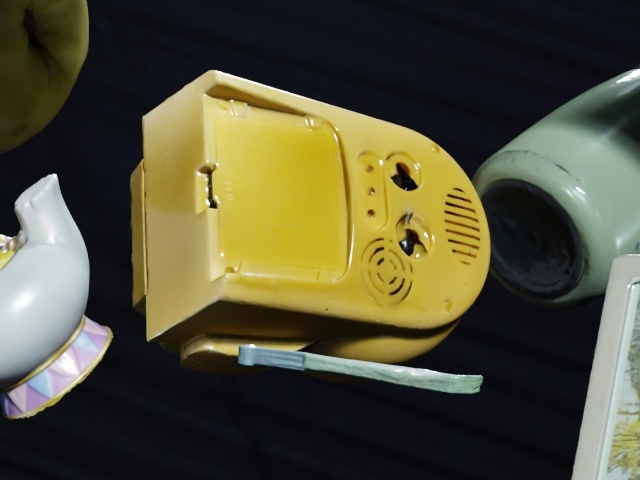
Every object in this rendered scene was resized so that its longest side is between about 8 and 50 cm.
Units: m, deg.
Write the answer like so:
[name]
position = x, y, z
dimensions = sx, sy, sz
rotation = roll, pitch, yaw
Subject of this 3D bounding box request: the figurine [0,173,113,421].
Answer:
[figurine]
position = -0.271, 0.004, 1.413
dimensions = 0.189, 0.263, 0.142
rotation = -43, -161, -12

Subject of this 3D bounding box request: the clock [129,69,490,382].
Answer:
[clock]
position = 0.000, 0.000, 1.748
dimensions = 0.200, 0.317, 0.244
rotation = -31, -125, 56

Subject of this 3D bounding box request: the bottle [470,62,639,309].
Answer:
[bottle]
position = 0.298, -0.078, 1.902
dimensions = 0.347, 0.168, 0.168
rotation = -35, 161, -39

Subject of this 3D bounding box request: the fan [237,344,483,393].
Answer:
[fan]
position = 0.023, 0.087, 1.329
dimensions = 0.038, 0.193, 0.016
rotation = 3, 91, -54

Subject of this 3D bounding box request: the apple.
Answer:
[apple]
position = -0.343, -0.200, 1.783
dimensions = 0.262, 0.262, 0.262
rotation = -161, -90, -84

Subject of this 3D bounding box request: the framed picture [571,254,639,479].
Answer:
[framed picture]
position = 0.257, 0.150, 1.166
dimensions = 0.020, 0.240, 0.324
rotation = 45, 53, -48
